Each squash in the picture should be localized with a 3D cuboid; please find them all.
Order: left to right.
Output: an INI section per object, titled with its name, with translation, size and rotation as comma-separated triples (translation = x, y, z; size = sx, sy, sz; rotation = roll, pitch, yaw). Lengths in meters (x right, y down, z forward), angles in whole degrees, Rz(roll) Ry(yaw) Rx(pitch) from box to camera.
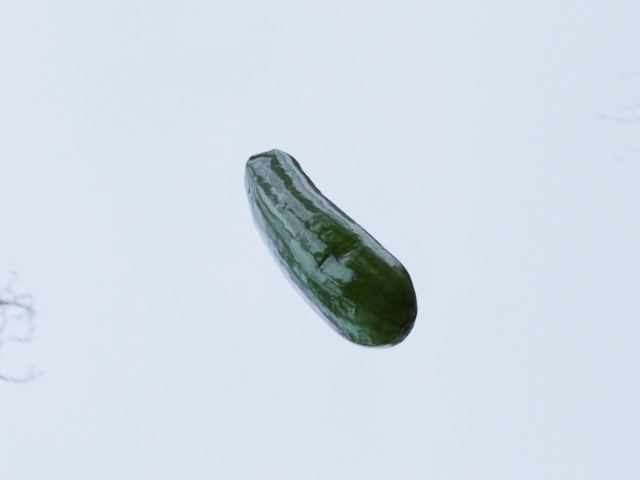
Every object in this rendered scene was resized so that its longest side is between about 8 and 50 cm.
[squash]
translation = -0.001, 0.001, 0.489
size = 0.027, 0.089, 0.027
rotation = -16, -54, -23
